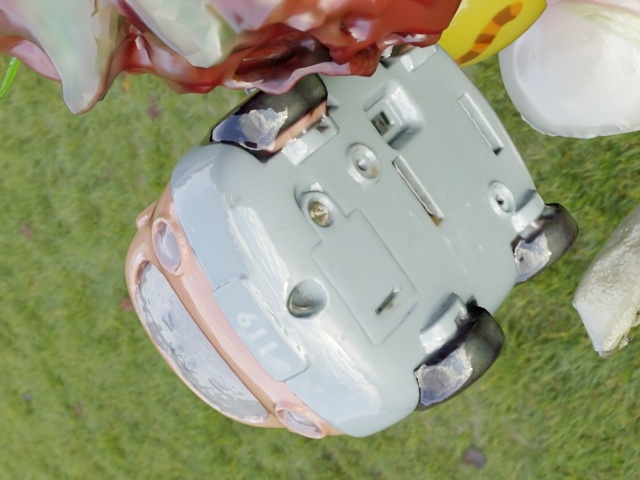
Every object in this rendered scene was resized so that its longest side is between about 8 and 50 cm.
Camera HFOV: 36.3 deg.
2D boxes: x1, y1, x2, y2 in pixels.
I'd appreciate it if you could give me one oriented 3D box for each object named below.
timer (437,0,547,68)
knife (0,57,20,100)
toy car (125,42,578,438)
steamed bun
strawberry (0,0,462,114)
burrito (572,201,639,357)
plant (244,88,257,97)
[{"bbox_3d":[0.095,-0.333,1.146,0.376,0.376,0.387,42,107,26],"label":"timer"},{"bbox_3d":[-0.427,-0.196,1.286,0.078,0.166,0.022,-33,116,29],"label":"knife"},{"bbox_3d":[0.000,0.000,0.579,0.212,0.270,0.180,-30,99,41],"label":"toy car"},{"bbox_3d":[0.397,-0.312,1.393,0.309,0.309,0.309,23,125,39],"label":"steamed bun"},{"bbox_3d":[-0.047,-0.227,0.399,0.317,0.345,0.295,-5,126,24],"label":"strawberry"},{"bbox_3d":[0.496,0.022,1.457,0.135,0.190,0.332,42,98,14],"label":"burrito"},{"bbox_3d":[-0.028,-0.201,1.444,0.132,0.129,0.194,25,164,33],"label":"plant"}]
